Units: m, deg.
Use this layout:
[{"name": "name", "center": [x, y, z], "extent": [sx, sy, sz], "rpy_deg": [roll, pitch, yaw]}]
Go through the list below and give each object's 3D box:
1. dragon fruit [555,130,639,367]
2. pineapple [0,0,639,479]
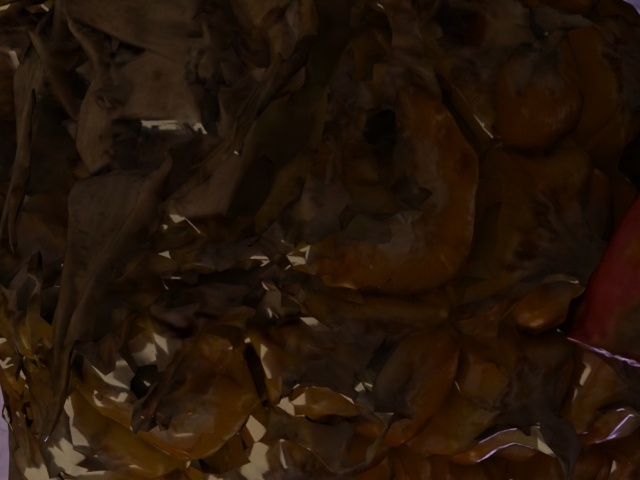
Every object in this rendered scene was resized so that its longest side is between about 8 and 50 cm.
[{"name": "dragon fruit", "center": [0.230, 0.022, 0.538], "extent": [0.211, 0.134, 0.262], "rpy_deg": [26, -176, 32]}, {"name": "pineapple", "center": [0.001, -0.003, 0.689], "extent": [0.352, 0.352, 0.300], "rpy_deg": [39, -177, 39]}]
